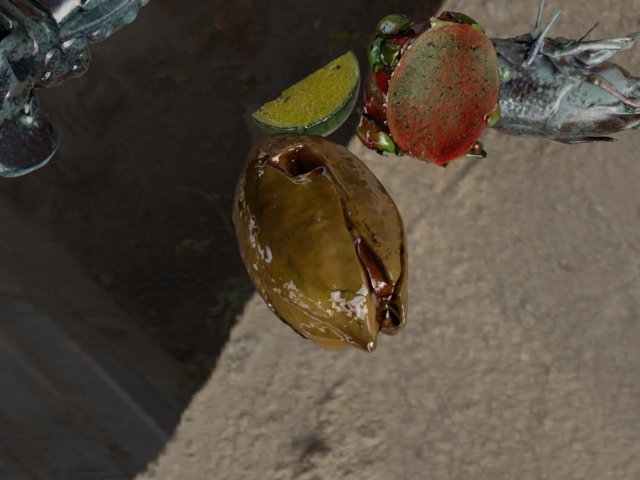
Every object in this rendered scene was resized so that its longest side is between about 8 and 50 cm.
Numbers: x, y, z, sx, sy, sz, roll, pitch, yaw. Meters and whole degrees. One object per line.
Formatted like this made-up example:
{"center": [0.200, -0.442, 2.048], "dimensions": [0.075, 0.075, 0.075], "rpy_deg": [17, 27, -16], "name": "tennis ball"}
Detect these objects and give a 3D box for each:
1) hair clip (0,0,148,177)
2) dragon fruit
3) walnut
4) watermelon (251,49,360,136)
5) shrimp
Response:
{"center": [-0.296, -0.187, 1.100], "dimensions": [0.194, 0.310, 0.206], "rpy_deg": [43, 130, -4], "name": "hair clip"}
{"center": [0.080, -0.113, 0.934], "dimensions": [0.138, 0.175, 0.142], "rpy_deg": [-35, 104, -9], "name": "dragon fruit"}
{"center": [0.000, 0.000, 0.981], "dimensions": [0.137, 0.137, 0.245], "rpy_deg": [-38, 55, 20], "name": "walnut"}
{"center": [-0.003, -0.199, 1.726], "dimensions": [0.181, 0.075, 0.092], "rpy_deg": [-32, 98, -8], "name": "watermelon"}
{"center": [0.284, -0.198, 1.365], "dimensions": [0.372, 0.172, 0.137], "rpy_deg": [-2, 44, 17], "name": "shrimp"}
